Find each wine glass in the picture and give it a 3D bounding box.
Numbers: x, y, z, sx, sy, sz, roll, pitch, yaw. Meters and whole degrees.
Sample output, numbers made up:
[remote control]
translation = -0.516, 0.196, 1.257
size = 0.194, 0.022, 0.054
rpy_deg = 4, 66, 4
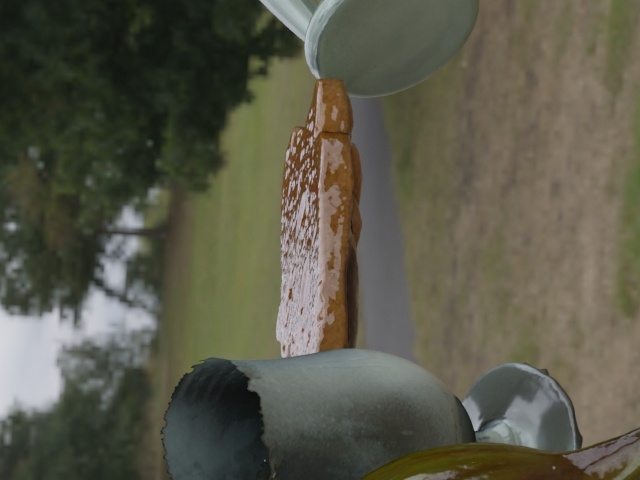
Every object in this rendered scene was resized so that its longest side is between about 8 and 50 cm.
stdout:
[wine glass]
translation = 0.029, 0.107, 0.806
size = 0.103, 0.222, 0.103
rpy_deg = -11, 75, 49

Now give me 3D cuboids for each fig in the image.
[fig]
translation = 0.104, 0.117, 0.651
size = 0.124, 0.236, 0.124
rpy_deg = 55, -174, -9

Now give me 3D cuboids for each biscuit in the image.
[biscuit]
translation = 0.000, 0.000, 0.985
size = 0.280, 0.043, 0.183
rpy_deg = -106, 21, -62

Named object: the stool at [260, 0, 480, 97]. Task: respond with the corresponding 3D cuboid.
[stool]
translation = 0.045, -0.287, 1.676
size = 0.195, 0.195, 0.199
rpy_deg = -56, 47, 39
